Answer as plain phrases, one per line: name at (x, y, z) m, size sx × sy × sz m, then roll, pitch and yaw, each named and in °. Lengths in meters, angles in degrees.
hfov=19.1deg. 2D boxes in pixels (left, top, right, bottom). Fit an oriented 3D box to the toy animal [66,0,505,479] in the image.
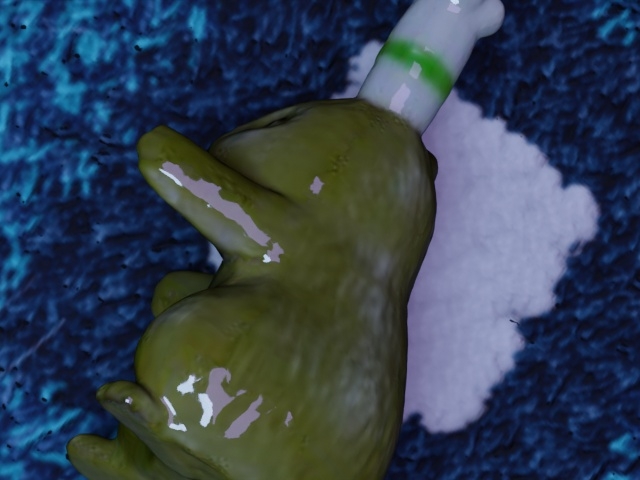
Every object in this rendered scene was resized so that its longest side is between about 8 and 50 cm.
toy animal at (-0.020, 0.001, 1.093) m, size 0.180 × 0.181 × 0.363 m, roll 16°, pitch 61°, yaw 0°
